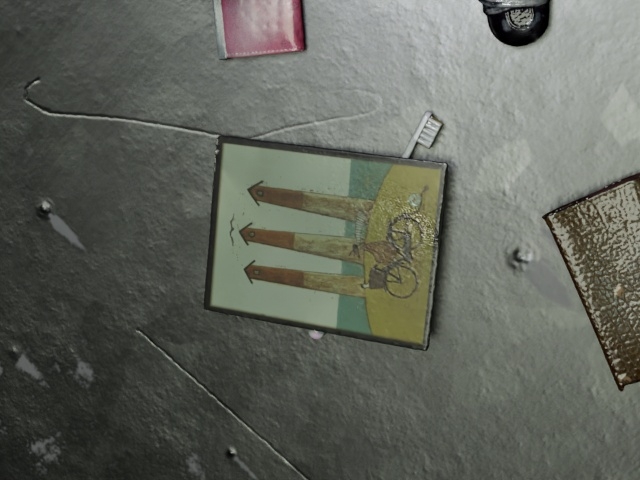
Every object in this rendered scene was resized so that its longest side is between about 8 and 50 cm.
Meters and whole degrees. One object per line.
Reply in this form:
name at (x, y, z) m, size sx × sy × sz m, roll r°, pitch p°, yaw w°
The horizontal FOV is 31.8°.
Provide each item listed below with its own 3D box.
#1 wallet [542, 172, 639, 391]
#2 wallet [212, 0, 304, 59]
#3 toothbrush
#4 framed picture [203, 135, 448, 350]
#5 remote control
wallet at (0.380, 0.052, 1.377) m, size 0.133 × 0.039 × 0.243 m, roll -24°, pitch 95°, yaw 9°
wallet at (-0.087, -0.354, 1.447) m, size 0.119 × 0.025 × 0.232 m, roll -2°, pitch 101°, yaw 16°
toothbrush at (0.067, -0.015, 1.467) m, size 0.030 × 0.025 × 0.342 m, roll 32°, pitch 107°, yaw 10°
framed picture at (0.000, 0.000, 1.475) m, size 0.324 × 0.013 × 0.244 m, roll 8°, pitch 99°, yaw 20°
remote control at (0.214, -0.362, 1.334) m, size 0.090 × 0.066 × 0.265 m, roll -11°, pitch 97°, yaw 22°
